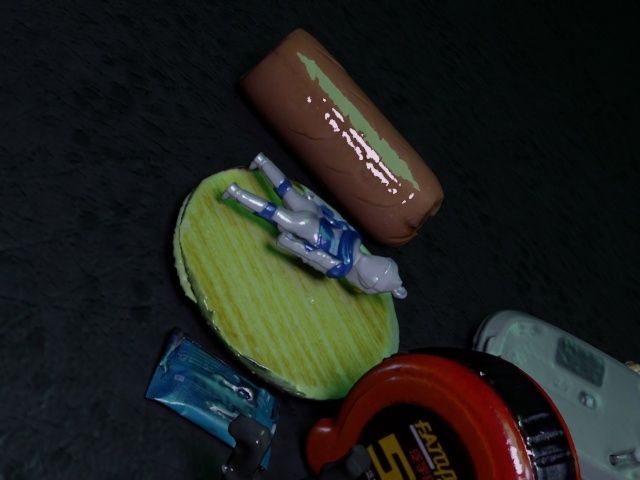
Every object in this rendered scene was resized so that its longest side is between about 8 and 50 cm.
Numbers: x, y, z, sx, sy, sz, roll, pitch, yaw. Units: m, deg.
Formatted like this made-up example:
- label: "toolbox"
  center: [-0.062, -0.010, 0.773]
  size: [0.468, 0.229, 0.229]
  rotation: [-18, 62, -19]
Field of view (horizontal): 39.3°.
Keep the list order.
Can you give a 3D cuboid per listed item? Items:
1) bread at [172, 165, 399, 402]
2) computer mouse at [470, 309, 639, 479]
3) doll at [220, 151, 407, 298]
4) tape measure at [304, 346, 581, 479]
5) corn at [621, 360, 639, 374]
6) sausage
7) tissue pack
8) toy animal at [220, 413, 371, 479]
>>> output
- label: "bread"
  center: [-0.034, 0.048, 0.980]
  size: [0.301, 0.045, 0.301]
  rotation: [29, 39, -26]
- label: "computer mouse"
  center: [0.334, 0.224, 1.204]
  size: [0.331, 0.095, 0.197]
  rotation: [33, 51, -10]
- label: "doll"
  center: [0.000, 0.000, 0.979]
  size: [0.227, 0.057, 0.114]
  rotation: [36, 30, -3]
- label: "tape measure"
  center: [0.114, 0.227, 0.816]
  size: [0.114, 0.260, 0.253]
  rotation: [3, 51, -45]
- label: "corn"
  center: [0.509, 0.308, 1.332]
  size: [0.290, 0.098, 0.098]
  rotation: [55, 34, -2]
- label: "sausage"
  center: [0.031, -0.126, 1.147]
  size: [0.304, 0.121, 0.121]
  rotation: [48, 34, -5]
- label: "tissue pack"
  center: [-0.093, 0.146, 0.839]
  size: [0.138, 0.028, 0.085]
  rotation: [35, 38, -18]
- label: "toy animal"
  center: [-0.003, 0.250, 0.733]
  size: [0.114, 0.146, 0.245]
  rotation: [-27, 77, -43]
